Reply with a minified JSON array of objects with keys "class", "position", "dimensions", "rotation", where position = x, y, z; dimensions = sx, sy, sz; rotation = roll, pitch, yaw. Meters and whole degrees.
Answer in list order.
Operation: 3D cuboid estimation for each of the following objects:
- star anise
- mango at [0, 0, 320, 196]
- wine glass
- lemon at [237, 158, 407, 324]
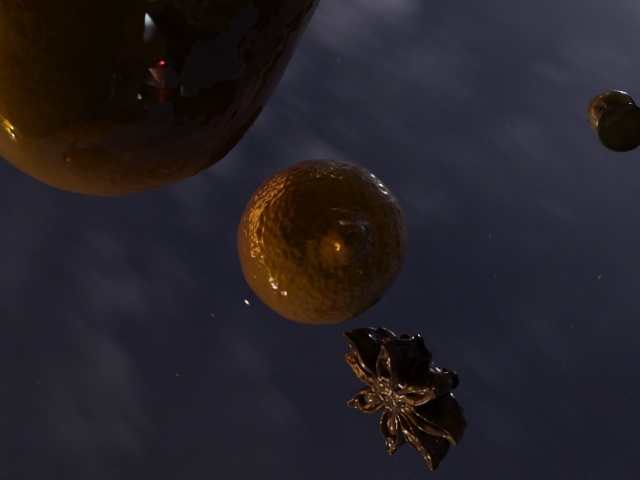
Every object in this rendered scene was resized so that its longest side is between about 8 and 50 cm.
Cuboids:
[{"class":"star anise","position":[0.132,0.221,1.194],"dimensions":[0.109,0.223,0.236],"rotation":[-33,-112,-28]},{"class":"mango","position":[-0.113,-0.196,0.590],"dimensions":[0.365,0.253,0.182],"rotation":[-44,-142,-4]},{"class":"wine glass","position":[0.478,-0.199,1.270],"dimensions":[0.079,0.195,0.079],"rotation":[4,-71,11]},{"class":"lemon","position":[0.000,0.000,0.861],"dimensions":[0.187,0.244,0.187],"rotation":[0,-91,-10]}]
